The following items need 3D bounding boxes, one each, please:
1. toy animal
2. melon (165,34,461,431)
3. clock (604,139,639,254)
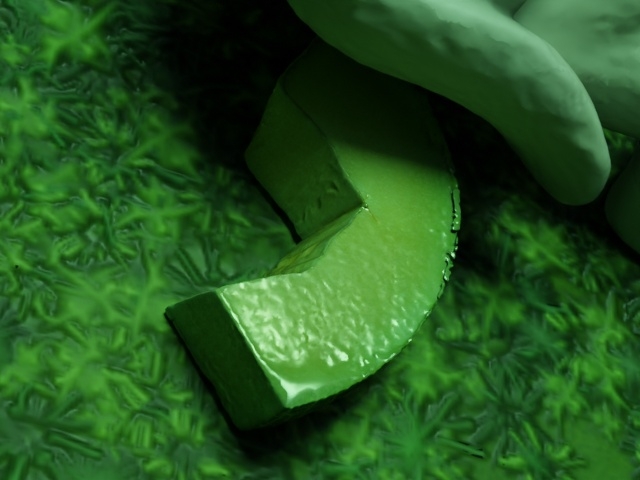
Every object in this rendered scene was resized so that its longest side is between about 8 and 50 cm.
[{"bbox_3d":[0.074,-0.159,0.743,0.265,0.206,0.272,11,62,-40],"label":"toy animal"},{"bbox_3d":[0.000,0.000,0.743,0.118,0.064,0.209,33,52,-3],"label":"melon"},{"bbox_3d":[0.254,-0.042,0.898,0.151,0.062,0.191,32,49,-2],"label":"clock"}]
